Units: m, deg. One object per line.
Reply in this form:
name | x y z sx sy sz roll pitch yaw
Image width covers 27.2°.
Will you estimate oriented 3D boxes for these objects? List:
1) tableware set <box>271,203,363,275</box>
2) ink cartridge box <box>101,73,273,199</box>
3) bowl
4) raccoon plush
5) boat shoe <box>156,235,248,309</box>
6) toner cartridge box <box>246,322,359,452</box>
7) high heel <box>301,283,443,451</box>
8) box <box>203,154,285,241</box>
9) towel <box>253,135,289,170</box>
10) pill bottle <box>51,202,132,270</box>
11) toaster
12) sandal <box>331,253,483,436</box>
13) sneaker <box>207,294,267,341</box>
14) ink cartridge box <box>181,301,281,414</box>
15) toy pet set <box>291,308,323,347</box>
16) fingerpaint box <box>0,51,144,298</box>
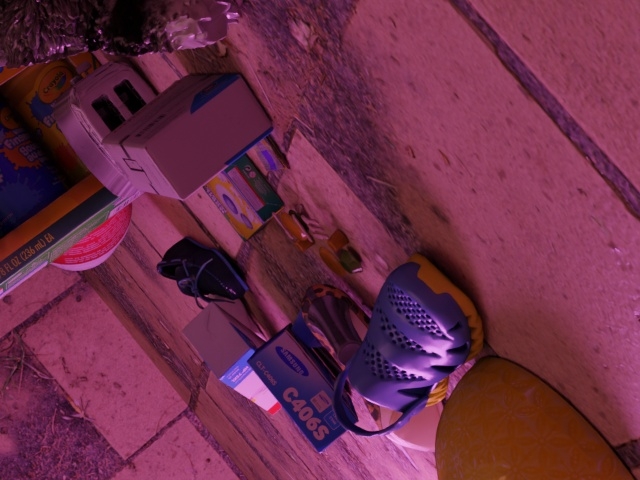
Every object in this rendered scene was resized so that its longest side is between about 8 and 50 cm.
tableware set | 0.000 0.000 1.689 0.104 0.024 0.154 54 163 -18
ink cartridge box | -0.168 -0.131 1.632 0.086 0.148 0.203 55 165 -18
bowl | 0.215 0.287 1.468 0.289 0.156 0.289 47 164 19
raccoon plush | -0.280 -0.375 1.500 0.446 0.216 0.299 1 118 33
boat shoe | -0.205 0.069 2.284 0.109 0.089 0.258 57 163 -19
toner cartridge box | -0.025 0.212 1.975 0.165 0.075 0.348 50 179 1
high heel | 0.076 0.166 1.765 0.261 0.093 0.186 49 -176 -32
box | -0.111 -0.059 1.828 0.105 0.043 0.179 52 166 0
towel | -0.069 -0.112 1.651 0.060 0.009 0.083 55 164 -15
pill bottle | -0.458 -0.086 2.397 0.229 0.229 0.408 49 164 11
toaster | -0.291 -0.159 1.956 0.227 0.129 0.146 54 162 -4
sandal | 0.090 0.134 1.493 0.126 0.138 0.317 45 154 22
sneaker | -0.154 0.157 2.395 0.094 0.080 0.212 51 162 52
ink cartridge box | -0.121 0.210 2.258 0.134 0.078 0.231 46 -178 39
toy pet set | 0.017 0.134 1.853 0.114 0.065 0.122 42 161 32
fingerpaint box | -0.521 -0.130 2.079 0.371 0.444 0.163 52 163 1
